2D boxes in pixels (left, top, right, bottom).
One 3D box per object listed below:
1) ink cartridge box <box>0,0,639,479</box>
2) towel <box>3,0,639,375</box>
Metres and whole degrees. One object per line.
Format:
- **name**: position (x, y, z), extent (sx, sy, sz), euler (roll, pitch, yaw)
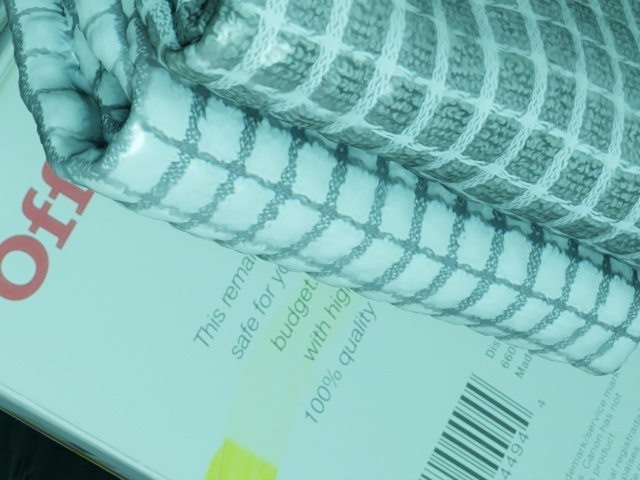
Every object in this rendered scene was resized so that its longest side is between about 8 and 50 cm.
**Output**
- **ink cartridge box**: position (0.000, 0.000, 0.813), extent (0.384, 0.279, 0.160), euler (35, 165, -25)
- **towel**: position (0.018, -0.114, 0.579), extent (0.235, 0.284, 0.121), euler (17, 134, -37)
